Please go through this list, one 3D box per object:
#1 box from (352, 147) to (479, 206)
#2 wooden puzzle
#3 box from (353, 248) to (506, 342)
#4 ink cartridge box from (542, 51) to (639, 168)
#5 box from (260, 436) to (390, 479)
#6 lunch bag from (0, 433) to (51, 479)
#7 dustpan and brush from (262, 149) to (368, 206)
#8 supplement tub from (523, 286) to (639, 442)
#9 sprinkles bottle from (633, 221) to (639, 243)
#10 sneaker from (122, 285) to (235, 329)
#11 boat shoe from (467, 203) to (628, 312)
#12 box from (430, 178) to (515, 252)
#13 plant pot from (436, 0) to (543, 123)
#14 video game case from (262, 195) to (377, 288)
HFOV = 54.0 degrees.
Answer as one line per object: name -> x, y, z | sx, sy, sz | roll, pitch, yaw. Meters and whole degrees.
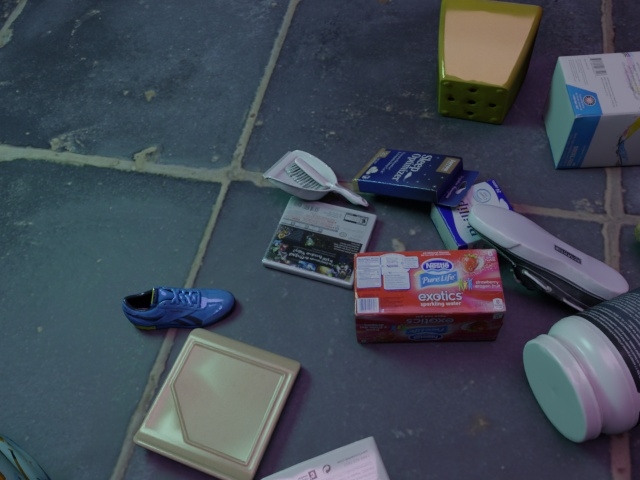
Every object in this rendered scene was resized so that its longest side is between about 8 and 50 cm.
box -> 0.194, -0.132, 1.276 | 0.225, 0.037, 0.136 | 13, 42, 30
wooden puzzle -> -0.174, 0.283, 1.095 | 0.220, 0.044, 0.239 | 16, 55, 16
box -> 0.188, 0.101, 1.123 | 0.256, 0.123, 0.128 | -2, 57, 4
ink cartridge box -> 0.604, -0.266, 1.293 | 0.232, 0.168, 0.171 | -2, 57, 5
box -> 0.060, 0.479, 0.836 | 0.168, 0.215, 0.345 | -19, 56, -6
lunch bag -> -0.514, 0.401, 0.882 | 0.238, 0.328, 0.386 | -26, 59, -12
dustpan and brush -> 0.003, -0.120, 1.315 | 0.211, 0.060, 0.147 | 37, 38, 0
supplement tub -> 0.486, 0.187, 0.995 | 0.272, 0.191, 0.191 | -20, 57, -8
sprinkles bottle -> 0.676, 0.102, 1.073 | 0.121, 0.121, 0.356 | -12, 56, -2
sneaker -> -0.268, 0.120, 1.185 | 0.209, 0.082, 0.069 | -6, 54, 0
boat shoe -> 0.390, 0.042, 1.132 | 0.301, 0.102, 0.108 | 29, 35, 4
box -> 0.303, -0.036, 1.232 | 0.137, 0.072, 0.126 | -18, 56, -5
plant pot -> 0.352, -0.381, 1.386 | 0.212, 0.212, 0.187 | 11, 71, 13
video game case -> 0.000, 0.000, 1.271 | 0.190, 0.022, 0.173 | 14, 59, 14
